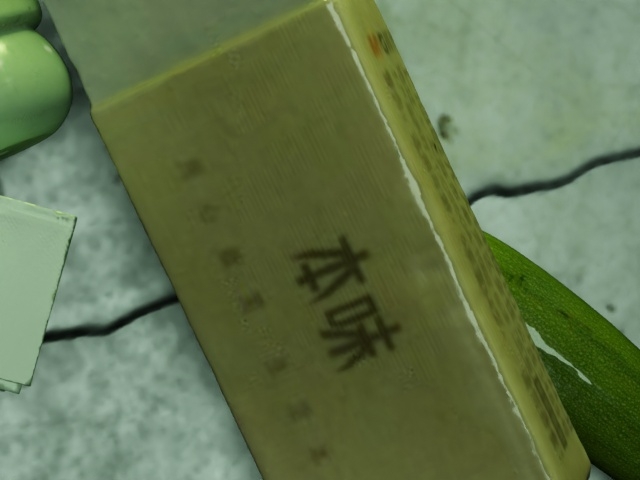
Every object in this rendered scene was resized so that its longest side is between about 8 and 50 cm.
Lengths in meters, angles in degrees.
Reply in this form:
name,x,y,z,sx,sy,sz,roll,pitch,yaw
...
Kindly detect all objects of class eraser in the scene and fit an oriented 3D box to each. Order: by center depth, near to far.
name,x,y,z,sx,sy,sz,roll,pitch,yaw
eraser,0.000,0.000,0.827,0.144,0.078,0.343,-24,95,20

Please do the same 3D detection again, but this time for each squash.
name,x,y,z,sx,sy,sz,roll,pitch,yaw
squash,0.118,0.058,0.889,0.252,0.066,0.066,39,81,-8

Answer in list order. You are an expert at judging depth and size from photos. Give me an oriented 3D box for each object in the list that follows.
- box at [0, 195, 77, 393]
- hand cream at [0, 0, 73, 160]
name,x,y,z,sx,sy,sz,roll,pitch,yaw
box,-0.236,0.000,0.782,0.225,0.129,0.086,16,86,-11
hand cream,-0.216,-0.180,0.808,0.147,0.093,0.306,-26,94,-45
